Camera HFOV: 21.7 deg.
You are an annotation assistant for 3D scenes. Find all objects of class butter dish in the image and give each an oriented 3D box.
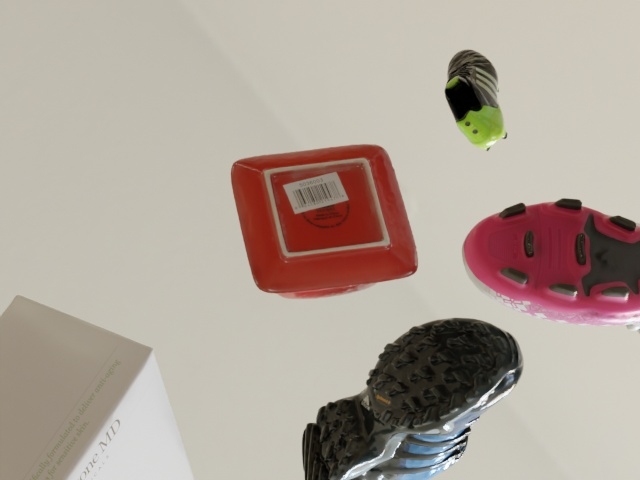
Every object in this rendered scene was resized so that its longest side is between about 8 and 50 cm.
[{"bbox_3d":[0.000,0.000,1.618,0.160,0.118,0.160,-8,-122,-10],"label":"butter dish"}]

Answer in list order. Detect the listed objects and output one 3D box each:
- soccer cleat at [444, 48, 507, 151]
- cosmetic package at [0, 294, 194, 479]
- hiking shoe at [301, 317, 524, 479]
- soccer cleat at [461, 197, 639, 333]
[{"bbox_3d":[0.173,-0.177,1.946,0.072,0.060,0.179,38,-155,-32],"label":"soccer cleat"},{"bbox_3d":[-0.226,0.246,1.511,0.197,0.155,0.365,-57,-24,-30],"label":"cosmetic package"},{"bbox_3d":[0.110,0.168,1.684,0.132,0.304,0.113,14,-125,-35],"label":"hiking shoe"},{"bbox_3d":[0.280,0.044,1.455,0.331,0.143,0.116,1,-124,-7],"label":"soccer cleat"}]
